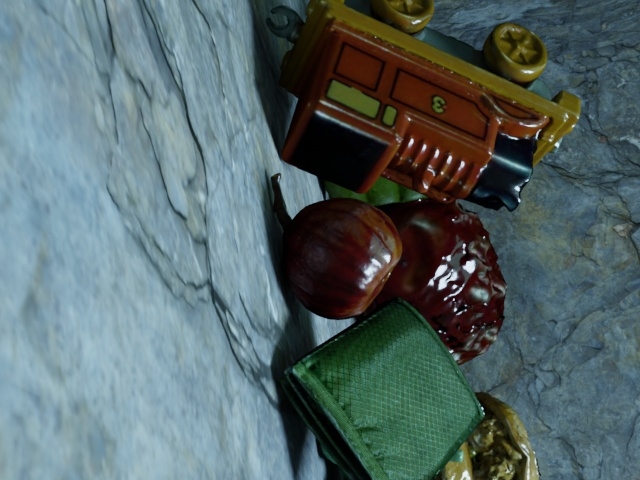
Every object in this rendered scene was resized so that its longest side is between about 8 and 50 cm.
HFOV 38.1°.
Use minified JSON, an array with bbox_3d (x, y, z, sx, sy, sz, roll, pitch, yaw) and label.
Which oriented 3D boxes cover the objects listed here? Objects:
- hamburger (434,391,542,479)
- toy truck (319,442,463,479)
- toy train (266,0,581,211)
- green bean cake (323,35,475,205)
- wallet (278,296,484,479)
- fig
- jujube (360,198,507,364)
[{"bbox_3d":[0.194,0.326,1.340,0.260,0.211,0.245,77,-1,-50],"label":"hamburger"},{"bbox_3d":[0.086,0.292,0.943,0.128,0.135,0.260,45,38,-74],"label":"toy truck"},{"bbox_3d":[0.100,-0.154,1.049,0.163,0.369,0.232,125,-15,-57],"label":"toy train"},{"bbox_3d":[0.114,-0.175,1.315,0.247,0.249,0.156,-89,166,-50],"label":"green bean cake"},{"bbox_3d":[0.065,0.151,0.880,0.160,0.055,0.236,51,31,8],"label":"wallet"},{"bbox_3d":[0.012,0.008,0.902,0.150,0.128,0.128,43,27,-27],"label":"fig"},{"bbox_3d":[0.170,0.065,1.425,0.377,0.258,0.258,67,14,-70],"label":"jujube"}]
